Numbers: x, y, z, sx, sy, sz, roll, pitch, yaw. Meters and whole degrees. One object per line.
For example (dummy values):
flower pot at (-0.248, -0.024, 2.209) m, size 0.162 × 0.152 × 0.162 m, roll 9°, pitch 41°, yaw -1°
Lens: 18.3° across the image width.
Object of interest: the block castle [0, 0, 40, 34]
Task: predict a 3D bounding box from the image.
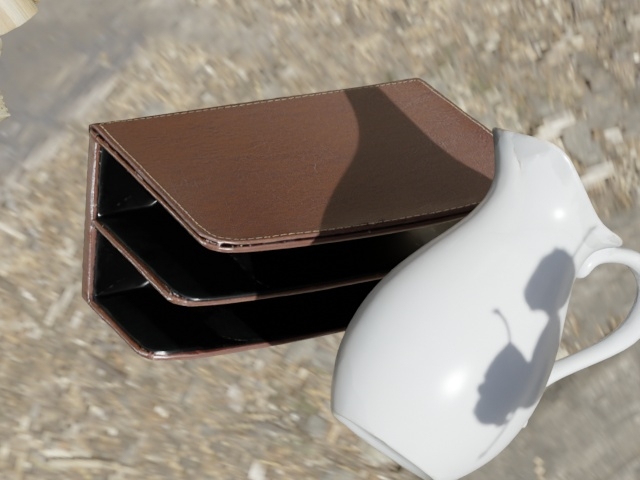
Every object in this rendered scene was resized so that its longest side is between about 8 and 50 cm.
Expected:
block castle at (-0.284, -0.381, 1.915) m, size 0.453 × 0.303 × 0.213 m, roll -46°, pitch 114°, yaw -31°

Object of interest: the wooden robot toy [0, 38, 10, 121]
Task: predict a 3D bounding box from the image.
wooden robot toy at (-0.276, -0.160, 1.497) m, size 0.076 × 0.079 × 0.173 m, roll -45°, pitch 75°, yaw 20°

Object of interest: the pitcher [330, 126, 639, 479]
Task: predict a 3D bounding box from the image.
pitcher at (0.116, 0.060, 1.252) m, size 0.178 × 0.125 × 0.207 m, roll 40°, pitch 80°, yaw -26°

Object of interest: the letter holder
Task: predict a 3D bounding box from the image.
letter holder at (0.000, 0.000, 1.516) m, size 0.214 × 0.301 × 0.152 m, roll 40°, pitch 132°, yaw 48°
